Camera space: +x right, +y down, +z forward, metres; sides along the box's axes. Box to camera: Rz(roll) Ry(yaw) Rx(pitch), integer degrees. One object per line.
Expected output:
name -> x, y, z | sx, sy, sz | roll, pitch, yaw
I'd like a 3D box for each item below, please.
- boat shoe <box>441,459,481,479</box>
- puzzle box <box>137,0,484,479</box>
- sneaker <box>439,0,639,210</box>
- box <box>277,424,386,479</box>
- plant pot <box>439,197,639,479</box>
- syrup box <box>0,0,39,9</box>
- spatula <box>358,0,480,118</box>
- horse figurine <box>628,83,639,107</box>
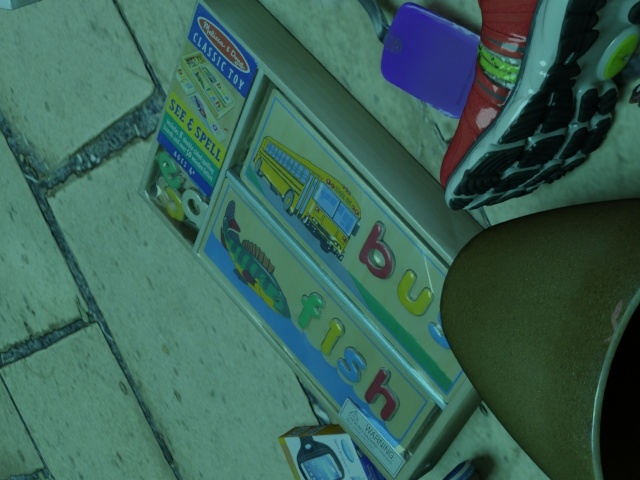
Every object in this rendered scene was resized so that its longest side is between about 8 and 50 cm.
boat shoe -> 0.120, 0.262, 1.247 | 0.066, 0.066, 0.183 | 42, 148, 17
puzzle box -> 0.000, 0.000, 1.231 | 0.409, 0.052, 0.272 | 47, 139, 20
sneaker -> 0.149, -0.137, 0.959 | 0.118, 0.107, 0.279 | 61, 144, 34
box -> 0.019, 0.224, 1.366 | 0.136, 0.028, 0.081 | -14, 100, 54
plant pot -> 0.199, 0.069, 0.928 | 0.254, 0.237, 0.237 | 23, 130, 60
syrup box -> -0.193, -0.270, 1.137 | 0.093, 0.237, 0.096 | 18, 126, 42
spatula -> 0.023, -0.201, 1.098 | 0.296, 0.030, 0.084 | 44, 141, 23
horse figurine -> 0.311, -0.047, 0.780 | 0.263, 0.174, 0.066 | 35, 103, 37
